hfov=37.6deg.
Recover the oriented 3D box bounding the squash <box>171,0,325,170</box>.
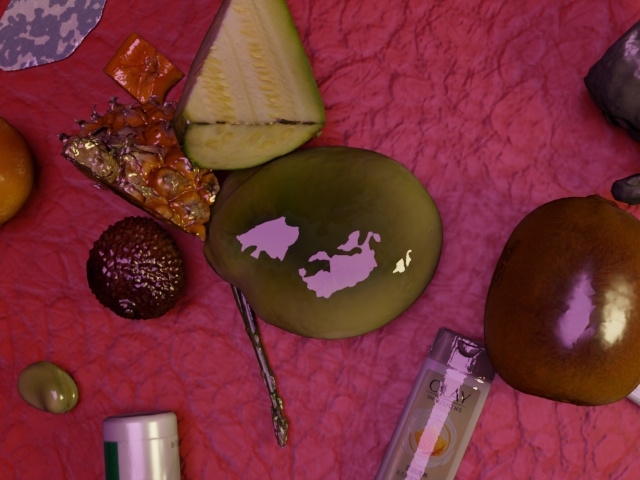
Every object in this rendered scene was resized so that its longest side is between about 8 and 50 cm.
[{"bbox_3d":[-0.129,-0.223,1.129,0.111,0.203,0.288,-47,57,46],"label":"squash"}]

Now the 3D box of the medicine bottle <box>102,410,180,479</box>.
[{"bbox_3d":[-0.212,0.340,1.135,0.095,0.095,0.259,-4,83,8],"label":"medicine bottle"}]

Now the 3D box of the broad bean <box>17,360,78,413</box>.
[{"bbox_3d":[-0.349,0.187,1.197,0.083,0.045,0.063,25,100,18],"label":"broad bean"}]

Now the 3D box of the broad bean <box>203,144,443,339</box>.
[{"bbox_3d":[0.000,0.000,1.123,0.291,0.119,0.238,0,74,6],"label":"broad bean"}]

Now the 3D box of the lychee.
[{"bbox_3d":[-0.226,0.032,1.155,0.123,0.123,0.129,7,77,9],"label":"lychee"}]

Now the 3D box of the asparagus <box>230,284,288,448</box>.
[{"bbox_3d":[-0.074,0.144,1.169,0.023,0.022,0.232,-10,78,-37],"label":"asparagus"}]

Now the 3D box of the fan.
[{"bbox_3d":[-0.360,-0.313,1.260,0.131,0.009,0.240,43,92,9],"label":"fan"}]

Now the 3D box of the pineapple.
[{"bbox_3d":[-0.231,-0.123,1.124,0.250,0.164,0.139,28,84,42],"label":"pineapple"}]

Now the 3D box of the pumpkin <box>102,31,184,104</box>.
[{"bbox_3d":[-0.232,-0.218,1.220,0.101,0.035,0.073,38,94,8],"label":"pumpkin"}]

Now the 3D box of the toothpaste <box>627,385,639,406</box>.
[{"bbox_3d":[0.416,0.200,1.085,0.218,0.033,0.052,38,87,13],"label":"toothpaste"}]

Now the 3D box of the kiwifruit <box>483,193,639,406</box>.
[{"bbox_3d":[0.283,0.064,1.038,0.196,0.196,0.233,10,87,9],"label":"kiwifruit"}]

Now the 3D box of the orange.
[{"bbox_3d":[-0.446,-0.089,1.189,0.159,0.136,0.158,-1,83,6],"label":"orange"}]

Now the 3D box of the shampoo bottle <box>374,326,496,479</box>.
[{"bbox_3d":[0.136,0.221,1.112,0.086,0.056,0.227,23,89,9],"label":"shampoo bottle"}]

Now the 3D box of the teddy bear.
[{"bbox_3d":[0.397,-0.130,1.072,0.171,0.144,0.251,-26,80,26],"label":"teddy bear"}]
